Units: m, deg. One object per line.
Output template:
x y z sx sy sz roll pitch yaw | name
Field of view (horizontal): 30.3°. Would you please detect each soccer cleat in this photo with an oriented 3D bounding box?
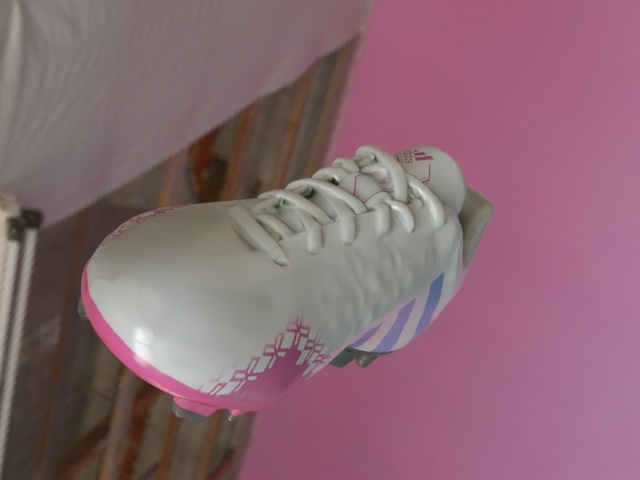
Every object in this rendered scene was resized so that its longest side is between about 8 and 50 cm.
0.000 0.000 0.618 0.143 0.116 0.331 -49 -15 15 | soccer cleat
